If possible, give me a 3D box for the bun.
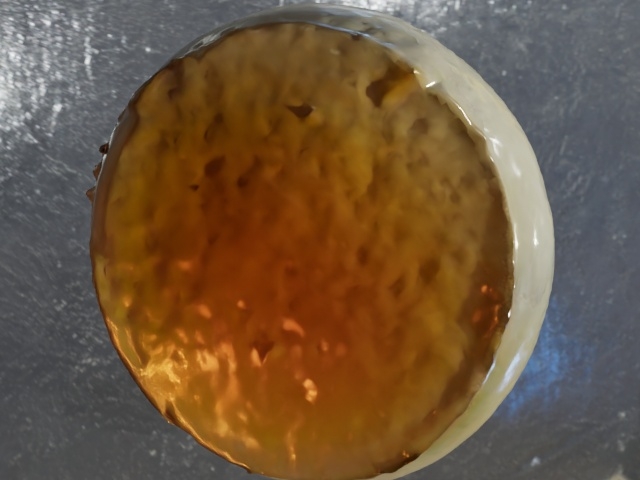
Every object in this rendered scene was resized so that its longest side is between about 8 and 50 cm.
[{"bbox_3d":[0.000,0.000,0.566,0.165,0.298,0.299,-25,129,-71],"label":"bun"}]
